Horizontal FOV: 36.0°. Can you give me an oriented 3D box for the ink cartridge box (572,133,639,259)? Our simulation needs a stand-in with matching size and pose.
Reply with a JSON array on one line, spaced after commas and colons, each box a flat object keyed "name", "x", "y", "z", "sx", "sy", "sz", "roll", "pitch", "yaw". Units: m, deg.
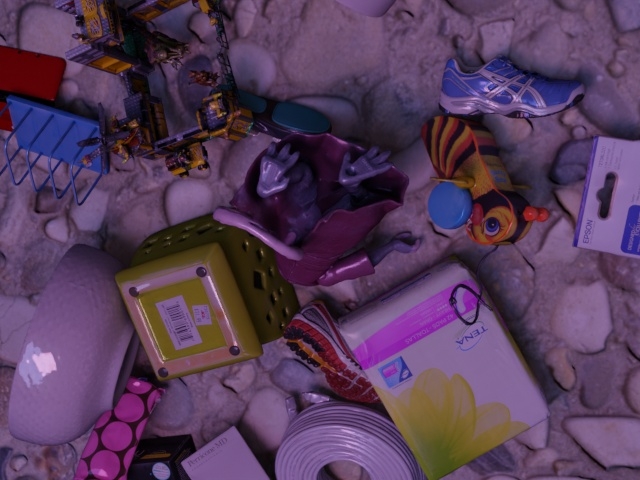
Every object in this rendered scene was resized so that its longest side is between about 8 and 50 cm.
[{"name": "ink cartridge box", "x": 0.562, "y": -0.045, "z": 1.402, "sx": 0.370, "sy": 0.069, "sz": 0.176, "roll": 10, "pitch": 111, "yaw": 11}]

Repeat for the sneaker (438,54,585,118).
[{"name": "sneaker", "x": 0.274, "y": -0.224, "z": 1.422, "sx": 0.211, "sy": 0.080, "sz": 0.081, "roll": 2, "pitch": 111, "yaw": 15}]

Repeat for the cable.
[{"name": "cable", "x": 0.050, "y": 0.394, "z": 1.676, "sx": 0.257, "sy": 0.089, "sz": 0.257, "roll": 7, "pitch": 116, "yaw": 14}]

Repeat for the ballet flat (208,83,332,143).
[{"name": "ballet flat", "x": -0.081, "y": -0.189, "z": 1.554, "sx": 0.203, "sy": 0.074, "sz": 0.074, "roll": 18, "pitch": 112, "yaw": 4}]

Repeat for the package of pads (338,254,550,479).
[{"name": "package of pads", "x": 0.197, "y": 0.197, "z": 1.542, "sx": 0.229, "sy": 0.101, "sz": 0.297, "roll": -30, "pitch": 99, "yaw": 4}]

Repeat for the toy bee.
[{"name": "toy bee", "x": 0.252, "y": -0.054, "z": 1.423, "sx": 0.162, "sy": 0.195, "sz": 0.298, "roll": -21, "pitch": 96, "yaw": 42}]

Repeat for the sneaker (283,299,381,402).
[{"name": "sneaker", "x": 0.044, "y": 0.186, "z": 1.622, "sx": 0.088, "sy": 0.093, "sz": 0.225, "roll": -20, "pitch": 121, "yaw": 46}]

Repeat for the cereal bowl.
[{"name": "cereal bowl", "x": -0.384, "y": 0.183, "z": 1.627, "sx": 0.141, "sy": 0.339, "sz": 0.339, "roll": 17, "pitch": 112, "yaw": -2}]

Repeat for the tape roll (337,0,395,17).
[{"name": "tape roll", "x": 0.006, "y": -0.430, "z": 1.325, "sx": 0.286, "sy": 0.286, "sz": 0.100, "roll": 42, "pitch": 115, "yaw": 0}]

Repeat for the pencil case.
[{"name": "pencil case", "x": -0.353, "y": 0.341, "z": 1.734, "sx": 0.098, "sy": 0.095, "sz": 0.209, "roll": 20, "pitch": 72, "yaw": -1}]

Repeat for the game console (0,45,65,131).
[{"name": "game console", "x": -0.503, "y": -0.250, "z": 1.685, "sx": 0.144, "sy": 0.085, "sz": 0.124, "roll": 14, "pitch": 142, "yaw": 13}]

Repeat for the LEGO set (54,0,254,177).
[{"name": "LEGO set", "x": -0.256, "y": -0.268, "z": 1.462, "sx": 0.255, "sy": 0.192, "sz": 0.331, "roll": -9, "pitch": 83, "yaw": 25}]

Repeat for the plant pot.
[{"name": "plant pot", "x": -0.189, "y": 0.094, "z": 1.598, "sx": 0.227, "sy": 0.207, "sz": 0.228, "roll": -16, "pitch": 103, "yaw": 20}]

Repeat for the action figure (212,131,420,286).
[{"name": "action figure", "x": 0.000, "y": 0.000, "z": 1.462, "sx": 0.248, "sy": 0.276, "sz": 0.370, "roll": 31, "pitch": 152, "yaw": 9}]

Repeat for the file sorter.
[{"name": "file sorter", "x": -0.454, "y": -0.144, "z": 1.630, "sx": 0.170, "sy": 0.104, "sz": 0.118, "roll": 17, "pitch": 143, "yaw": 9}]

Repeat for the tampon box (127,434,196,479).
[{"name": "tampon box", "x": -0.286, "y": 0.454, "z": 1.800, "sx": 0.120, "sy": 0.101, "sz": 0.161, "roll": -10, "pitch": 104, "yaw": 20}]

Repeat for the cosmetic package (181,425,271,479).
[{"name": "cosmetic package", "x": -0.130, "y": 0.449, "z": 1.691, "sx": 0.117, "sy": 0.085, "sz": 0.231, "roll": -34, "pitch": 67, "yaw": -13}]
